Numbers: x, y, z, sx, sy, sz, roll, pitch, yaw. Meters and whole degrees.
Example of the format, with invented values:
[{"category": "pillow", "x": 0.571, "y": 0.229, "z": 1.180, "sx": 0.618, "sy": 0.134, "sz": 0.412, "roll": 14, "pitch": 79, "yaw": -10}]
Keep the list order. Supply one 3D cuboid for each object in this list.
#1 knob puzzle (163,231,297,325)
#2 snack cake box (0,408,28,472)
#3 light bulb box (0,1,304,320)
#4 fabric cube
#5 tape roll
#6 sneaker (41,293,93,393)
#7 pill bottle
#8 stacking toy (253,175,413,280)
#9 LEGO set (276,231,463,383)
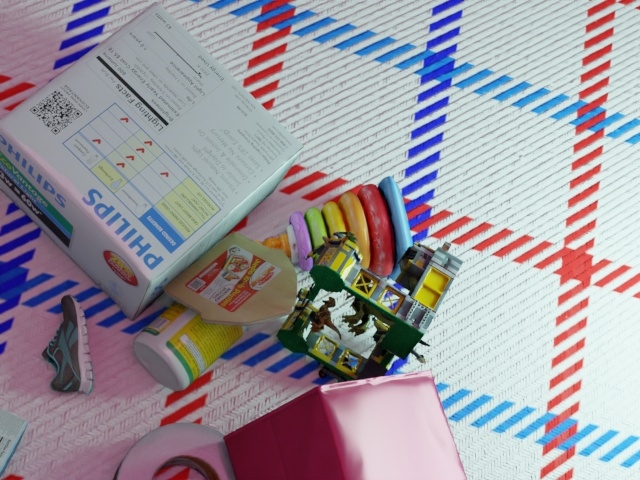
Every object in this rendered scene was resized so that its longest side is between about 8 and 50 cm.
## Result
[{"category": "knob puzzle", "x": -0.121, "y": 0.078, "z": 1.950, "sx": 0.213, "sy": 0.030, "sz": 0.213, "roll": -2, "pitch": 42, "yaw": 1}, {"category": "snack cake box", "x": -0.542, "y": 0.335, "z": 1.754, "sx": 0.152, "sy": 0.089, "sz": 0.264, "roll": 27, "pitch": 29, "yaw": -6}, {"category": "light bulb box", "x": -0.292, "y": -0.129, "z": 2.021, "sx": 0.358, "sy": 0.225, "sz": 0.361, "roll": 45, "pitch": 63, "yaw": 3}, {"category": "fabric cube", "x": 0.046, "y": 0.370, "z": 1.870, "sx": 0.254, "sy": 0.259, "sz": 0.258, "roll": -3, "pitch": 68, "yaw": -42}, {"category": "tape roll", "x": -0.216, "y": 0.399, "z": 1.912, "sx": 0.219, "sy": 0.072, "sz": 0.219, "roll": 7, "pitch": 67, "yaw": -16}, {"category": "sneaker", "x": -0.408, "y": 0.166, "z": 1.954, "sx": 0.076, "sy": 0.065, "sz": 0.166, "roll": -6, "pitch": 69, "yaw": -16}, {"category": "pill bottle", "x": -0.194, "y": 0.139, "z": 2.002, "sx": 0.117, "sy": 0.117, "sz": 0.208, "roll": 45, "pitch": 62, "yaw": 4}, {"category": "stacking toy", "x": 0.000, "y": 0.000, "z": 2.122, "sx": 0.302, "sy": 0.175, "sz": 0.165, "roll": -11, "pitch": 75, "yaw": -7}, {"category": "LEGO set", "x": 0.085, "y": 0.087, "z": 2.011, "sx": 0.255, "sy": 0.331, "sz": 0.192, "roll": 26, "pitch": 54, "yaw": 9}]
